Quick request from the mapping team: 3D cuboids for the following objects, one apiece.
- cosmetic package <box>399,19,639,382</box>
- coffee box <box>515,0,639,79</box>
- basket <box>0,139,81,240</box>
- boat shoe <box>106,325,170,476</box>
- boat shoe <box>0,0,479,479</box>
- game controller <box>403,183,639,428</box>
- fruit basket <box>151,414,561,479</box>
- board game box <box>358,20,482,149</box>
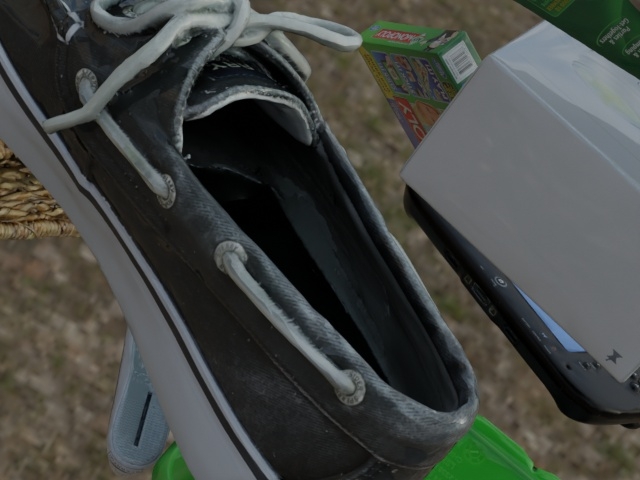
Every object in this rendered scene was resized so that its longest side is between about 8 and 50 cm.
[{"bbox_3d":[0.221,-0.054,1.273,0.224,0.138,0.224,43,41,9],"label":"cosmetic package"},{"bbox_3d":[0.186,-0.145,0.953,0.184,0.113,0.040,29,54,-11],"label":"coffee box"},{"bbox_3d":[-0.275,-0.147,1.681,0.299,0.213,0.223,-1,46,-46],"label":"basket"},{"bbox_3d":[-0.167,0.124,1.682,0.083,0.076,0.226,26,63,-10],"label":"boat shoe"},{"bbox_3d":[-0.045,-0.042,0.609,0.113,0.105,0.306,-5,58,-40],"label":"boat shoe"},{"bbox_3d":[0.201,0.050,1.600,0.166,0.067,0.319,15,32,-52],"label":"game controller"},{"bbox_3d":[0.051,0.245,1.633,0.392,0.392,0.283,37,66,7],"label":"fruit basket"},{"bbox_3d":[0.173,-0.105,1.974,0.317,0.046,0.213,58,-16,-22],"label":"board game box"}]
